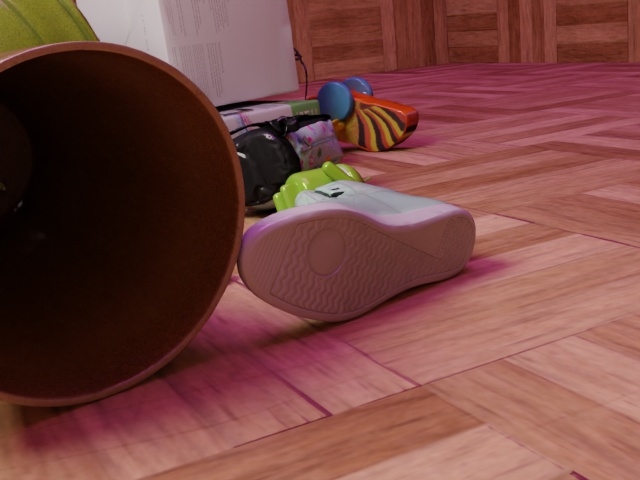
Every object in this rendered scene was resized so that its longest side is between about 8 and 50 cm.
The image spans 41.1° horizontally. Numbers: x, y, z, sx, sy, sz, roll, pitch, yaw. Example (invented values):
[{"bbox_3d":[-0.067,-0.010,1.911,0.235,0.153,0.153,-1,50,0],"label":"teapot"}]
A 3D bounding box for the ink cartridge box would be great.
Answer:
[{"bbox_3d":[-0.161,-0.144,1.320,0.201,0.117,0.278,9,20,44],"label":"ink cartridge box"}]

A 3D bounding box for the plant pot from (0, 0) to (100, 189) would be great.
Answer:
[{"bbox_3d":[-0.488,-0.122,0.995,0.366,0.367,0.353,2,28,28],"label":"plant pot"}]

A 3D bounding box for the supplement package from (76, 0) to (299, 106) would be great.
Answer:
[{"bbox_3d":[-0.202,-0.308,1.333,0.198,0.199,0.262,3,16,42],"label":"supplement package"}]

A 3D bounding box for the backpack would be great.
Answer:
[{"bbox_3d":[-0.049,-0.104,1.116,0.151,0.115,0.182,-9,9,33],"label":"backpack"}]

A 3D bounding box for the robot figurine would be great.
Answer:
[{"bbox_3d":[0.004,-0.052,1.005,0.115,0.067,0.101,-15,-15,-28],"label":"robot figurine"}]

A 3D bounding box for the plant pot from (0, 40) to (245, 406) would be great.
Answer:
[{"bbox_3d":[-0.225,-0.038,0.630,0.237,0.237,0.254,-17,26,-37],"label":"plant pot"}]

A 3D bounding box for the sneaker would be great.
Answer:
[{"bbox_3d":[0.000,0.000,0.744,0.255,0.094,0.151,-6,16,-44],"label":"sneaker"}]

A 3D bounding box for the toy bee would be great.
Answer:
[{"bbox_3d":[0.032,-0.226,1.571,0.195,0.162,0.298,-7,37,-38],"label":"toy bee"}]
